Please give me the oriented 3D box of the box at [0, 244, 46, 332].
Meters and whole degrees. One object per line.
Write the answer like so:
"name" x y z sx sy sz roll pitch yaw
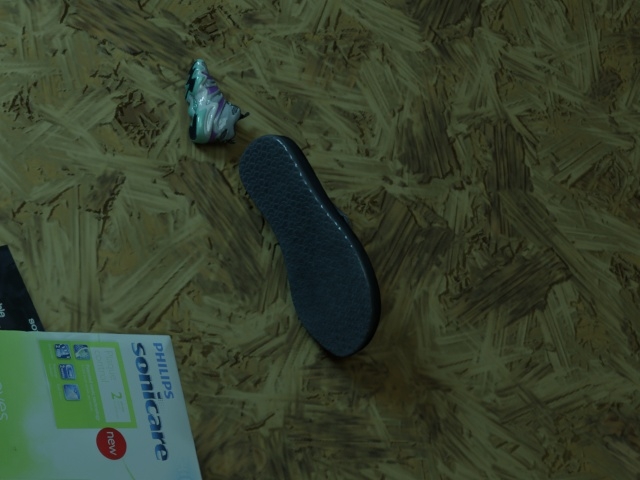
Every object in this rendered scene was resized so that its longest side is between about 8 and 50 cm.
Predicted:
"box" -0.346 0.075 1.437 0.162 0.029 0.116 -16 71 -33

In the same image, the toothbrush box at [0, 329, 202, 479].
"toothbrush box" -0.254 0.192 1.324 0.283 0.122 0.206 7 59 -40

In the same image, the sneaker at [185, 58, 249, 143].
"sneaker" -0.109 -0.148 1.676 0.069 0.038 0.098 6 70 -25

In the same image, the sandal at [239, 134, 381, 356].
"sandal" 0.000 -0.001 1.614 0.054 0.097 0.254 3 59 -55
